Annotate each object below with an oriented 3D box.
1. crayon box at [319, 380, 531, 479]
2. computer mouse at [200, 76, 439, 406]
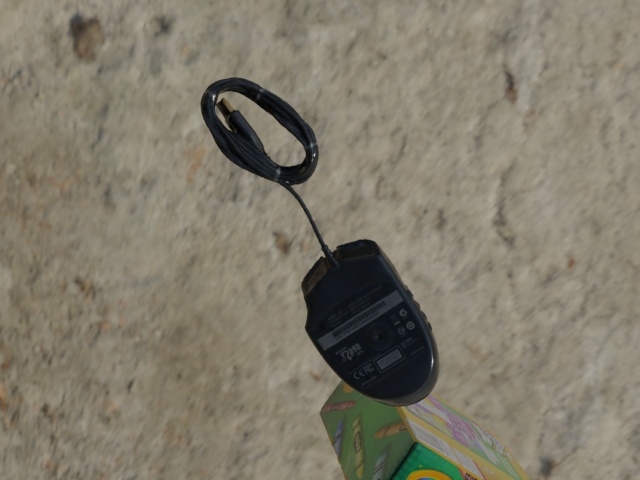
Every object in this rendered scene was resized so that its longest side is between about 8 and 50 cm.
[{"bbox_3d":[0.103,0.205,1.328,0.165,0.278,0.081,34,95,-12],"label":"crayon box"},{"bbox_3d":[0.000,0.000,0.961,0.071,0.041,0.242,-30,92,6],"label":"computer mouse"}]
